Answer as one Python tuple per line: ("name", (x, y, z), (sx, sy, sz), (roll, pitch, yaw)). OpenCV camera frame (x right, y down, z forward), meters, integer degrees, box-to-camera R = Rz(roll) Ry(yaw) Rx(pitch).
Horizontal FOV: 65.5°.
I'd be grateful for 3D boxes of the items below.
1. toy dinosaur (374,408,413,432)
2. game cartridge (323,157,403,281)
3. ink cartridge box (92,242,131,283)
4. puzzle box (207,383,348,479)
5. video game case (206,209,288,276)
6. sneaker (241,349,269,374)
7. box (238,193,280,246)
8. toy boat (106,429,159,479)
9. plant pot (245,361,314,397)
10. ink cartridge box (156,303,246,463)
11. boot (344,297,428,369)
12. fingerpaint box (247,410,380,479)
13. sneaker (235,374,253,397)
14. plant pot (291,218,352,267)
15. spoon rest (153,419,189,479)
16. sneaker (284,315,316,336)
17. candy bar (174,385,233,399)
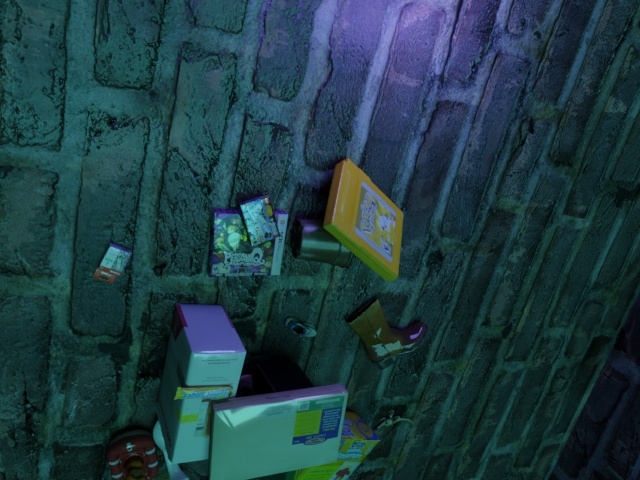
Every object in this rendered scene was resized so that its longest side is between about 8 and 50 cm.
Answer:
("toy dinosaur", (0.312, 0.772, 2.142), (0.183, 0.053, 0.092), (-11, 132, -13))
("game cartridge", (0.146, -0.068, 1.560), (0.053, 0.285, 0.324), (-20, 134, 36))
("ink cartridge box", (-0.587, 0.070, 1.399), (0.063, 0.029, 0.115), (26, 99, -32))
("puzzle box", (-0.125, 0.579, 1.491), (0.410, 0.052, 0.271), (0, 110, -23))
("video game case", (-0.225, 0.010, 1.535), (0.232, 0.042, 0.210), (1, 110, -25))
("sneaker", (-0.265, 0.440, 1.707), (0.170, 0.051, 0.089), (-46, 120, -3))
("box", (-0.182, -0.061, 1.485), (0.094, 0.027, 0.136), (-20, 115, -17))
("toy boat", (-0.608, 0.738, 1.621), (0.151, 0.151, 0.230), (-11, 117, -21))
("plant pot", (-0.132, 0.531, 1.723), (0.167, 0.187, 0.188), (-9, 136, -41))
("ink cartridge box", (-0.374, 0.425, 1.515), (0.161, 0.279, 0.384), (6, 110, -29))
("boot", (0.258, 0.320, 1.899), (0.264, 0.096, 0.280), (-31, 115, -1))
("fingerpaint box", (-0.025, 0.814, 1.846), (0.371, 0.163, 0.445), (-50, 145, 3))
("sneaker", (-0.290, 0.515, 1.693), (0.158, 0.064, 0.061), (-37, 148, 26))
("plant pot", (0.000, 0.000, 1.577), (0.165, 0.167, 0.166), (5, 111, -18))
("spoon rest", (-0.502, 0.696, 1.698), (0.137, 0.084, 0.276), (-12, 108, -42))
("sneaker", (-0.064, 0.316, 1.741), (0.135, 0.058, 0.052), (27, 99, -33))
("candy bar", (-0.316, 0.415, 1.359), (0.162, 0.018, 0.040), (8, 109, -27))
